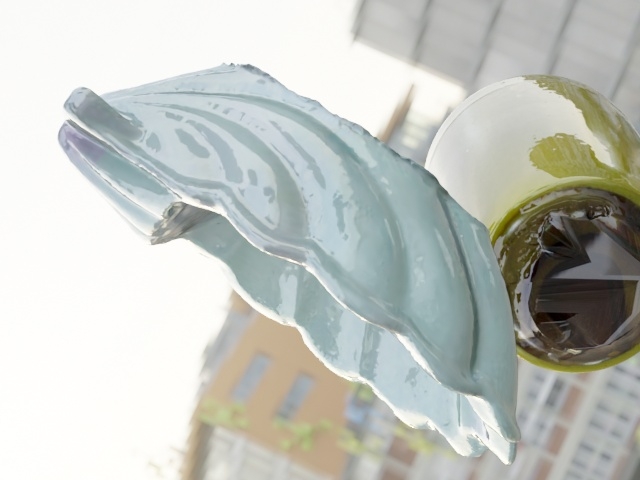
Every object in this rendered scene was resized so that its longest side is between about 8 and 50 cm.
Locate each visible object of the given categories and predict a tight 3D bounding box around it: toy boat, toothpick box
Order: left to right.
[{"bbox_3d":[0.000,0.000,1.008,0.100,0.290,0.199,-55,-2,-13],"label":"toy boat"},{"bbox_3d":[0.168,-0.010,1.400,0.271,0.175,0.175,-94,25,-73],"label":"toothpick box"}]
